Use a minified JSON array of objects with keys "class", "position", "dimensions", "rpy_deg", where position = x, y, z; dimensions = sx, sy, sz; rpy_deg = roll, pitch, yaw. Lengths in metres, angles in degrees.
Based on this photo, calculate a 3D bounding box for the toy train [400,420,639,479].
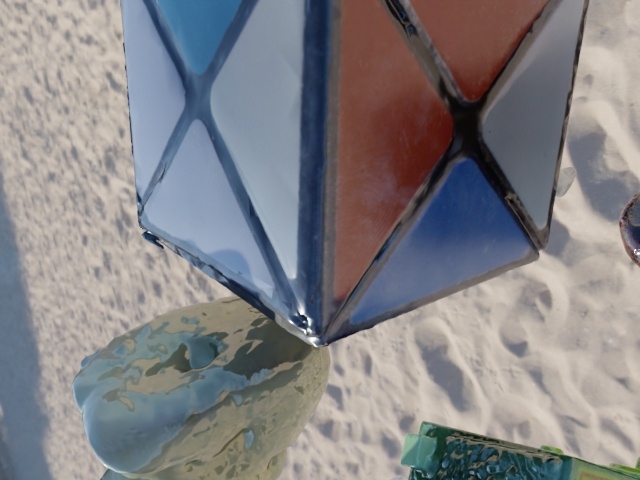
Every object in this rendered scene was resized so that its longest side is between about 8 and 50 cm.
[{"class":"toy train","position":[0.187,0.243,0.523],"dimensions":[0.271,0.188,0.159],"rpy_deg":[153,135,-69]}]

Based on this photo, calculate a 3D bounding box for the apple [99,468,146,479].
[{"class":"apple","position":[-0.255,0.487,1.046],"dimensions":[0.292,0.163,0.251],"rpy_deg":[-20,58,35]}]

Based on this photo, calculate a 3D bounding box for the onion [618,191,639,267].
[{"class":"onion","position":[0.858,-0.040,1.464],"dimensions":[0.272,0.272,0.195],"rpy_deg":[55,173,26]}]

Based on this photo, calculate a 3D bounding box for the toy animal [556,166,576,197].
[{"class":"toy animal","position":[0.264,-0.077,0.838],"dimensions":[0.131,0.220,0.104],"rpy_deg":[-42,79,33]}]

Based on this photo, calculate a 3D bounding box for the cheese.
[{"class":"cheese","position":[-0.099,0.173,0.694],"dimensions":[0.173,0.247,0.251],"rpy_deg":[41,163,49]}]

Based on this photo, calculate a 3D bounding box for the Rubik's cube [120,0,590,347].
[{"class":"Rubik's cube","position":[0.013,-0.130,0.561],"dimensions":[0.310,0.305,0.307],"rpy_deg":[25,123,48]}]

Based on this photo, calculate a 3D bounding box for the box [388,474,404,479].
[{"class":"box","position":[0.007,0.226,0.434],"dimensions":[0.084,0.154,0.040],"rpy_deg":[-41,77,26]}]
